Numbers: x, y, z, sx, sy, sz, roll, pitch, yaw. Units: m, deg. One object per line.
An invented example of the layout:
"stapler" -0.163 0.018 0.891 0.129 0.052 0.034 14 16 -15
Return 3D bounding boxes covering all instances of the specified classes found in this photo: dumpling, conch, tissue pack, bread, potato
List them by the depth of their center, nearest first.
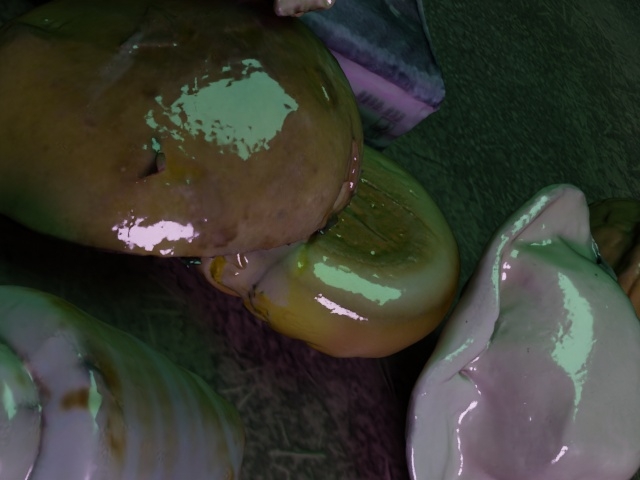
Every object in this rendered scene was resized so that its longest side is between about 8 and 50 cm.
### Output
"conch" -0.118 0.100 0.540 0.255 0.127 0.158 4 59 -48
"potato" -0.089 -0.099 0.661 0.299 0.116 0.239 -7 51 -29
"bread" 0.000 0.000 0.759 0.213 0.104 0.213 14 44 -14
"dumpling" 0.146 0.124 0.801 0.243 0.187 0.318 -16 97 -30
"tissue pack" -0.078 -0.270 0.887 0.394 0.124 0.288 25 46 -35

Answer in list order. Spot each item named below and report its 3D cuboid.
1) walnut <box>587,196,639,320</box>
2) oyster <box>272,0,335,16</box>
"walnut" 0.301 0.065 0.990 0.228 0.228 0.228 29 43 -31
"oyster" -0.071 -0.299 0.693 0.354 0.107 0.201 60 24 12
